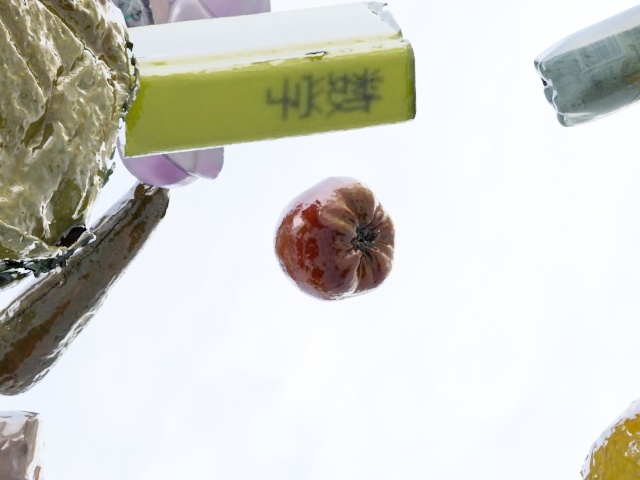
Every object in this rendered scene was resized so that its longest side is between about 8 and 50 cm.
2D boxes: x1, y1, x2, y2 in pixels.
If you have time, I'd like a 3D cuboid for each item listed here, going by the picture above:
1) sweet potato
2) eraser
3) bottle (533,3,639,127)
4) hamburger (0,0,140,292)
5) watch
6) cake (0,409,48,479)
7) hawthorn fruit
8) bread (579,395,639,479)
[{"bbox_3d":[-0.229,0.043,1.566,0.273,0.075,0.075,-47,-43,8],"label":"sweet potato"},{"bbox_3d":[-0.048,-0.122,1.267,0.226,0.158,0.069,-8,-71,-9],"label":"eraser"},{"bbox_3d":[0.325,-0.183,1.524,0.269,0.083,0.083,-22,-53,2],"label":"bottle"},{"bbox_3d":[-0.230,-0.098,1.023,0.265,0.134,0.285,62,-153,-13],"label":"hamburger"},{"bbox_3d":[-0.123,-0.176,1.544,0.211,0.248,0.217,-61,-20,14],"label":"watch"},{"bbox_3d":[-0.319,0.269,1.324,0.230,0.309,0.237,-2,-109,-11],"label":"cake"},{"bbox_3d":[0.007,-0.004,1.681,0.125,0.140,0.125,-40,-34,-35],"label":"hawthorn fruit"},{"bbox_3d":[0.357,0.270,1.239,0.250,0.361,0.394,-16,-94,-65],"label":"bread"}]
